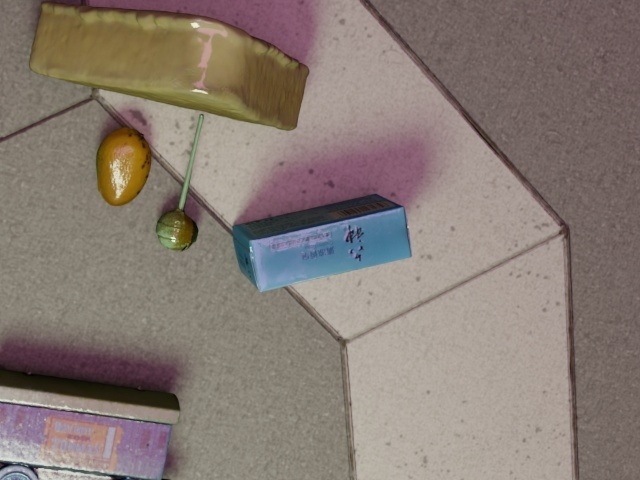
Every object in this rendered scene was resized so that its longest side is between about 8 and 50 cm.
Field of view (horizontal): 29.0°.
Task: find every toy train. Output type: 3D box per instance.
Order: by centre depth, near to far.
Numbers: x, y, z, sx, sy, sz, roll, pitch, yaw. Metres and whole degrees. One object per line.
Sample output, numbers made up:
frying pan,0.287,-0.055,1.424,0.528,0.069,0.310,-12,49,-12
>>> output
toy train,-0.350,0.297,1.775,0.300,0.131,0.202,10,90,-16

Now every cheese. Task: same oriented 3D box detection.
cheese,-0.173,-0.225,1.606,0.384,0.384,0.104,12,92,-16

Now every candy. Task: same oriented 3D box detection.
candy,-0.190,-0.082,1.772,0.061,0.061,0.202,11,101,-16

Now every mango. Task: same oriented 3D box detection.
mango,-0.280,-0.104,1.752,0.079,0.057,0.114,11,100,-23

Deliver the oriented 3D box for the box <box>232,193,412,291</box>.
box,0.000,0.000,1.795,0.232,0.142,0.083,-14,103,-12
